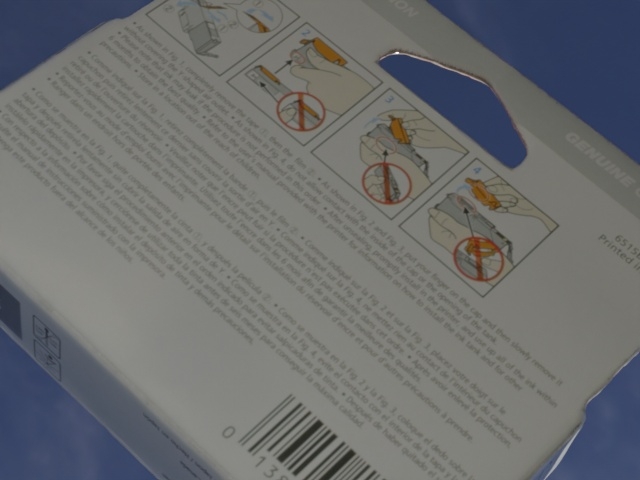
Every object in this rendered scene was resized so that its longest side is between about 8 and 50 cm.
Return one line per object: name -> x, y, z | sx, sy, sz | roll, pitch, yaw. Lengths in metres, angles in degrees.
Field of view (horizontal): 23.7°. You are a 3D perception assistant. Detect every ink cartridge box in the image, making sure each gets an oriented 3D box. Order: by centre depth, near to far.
ink cartridge box -> 0.000, 0.000, 0.656 | 0.275, 0.060, 0.239 | 41, -121, 17
